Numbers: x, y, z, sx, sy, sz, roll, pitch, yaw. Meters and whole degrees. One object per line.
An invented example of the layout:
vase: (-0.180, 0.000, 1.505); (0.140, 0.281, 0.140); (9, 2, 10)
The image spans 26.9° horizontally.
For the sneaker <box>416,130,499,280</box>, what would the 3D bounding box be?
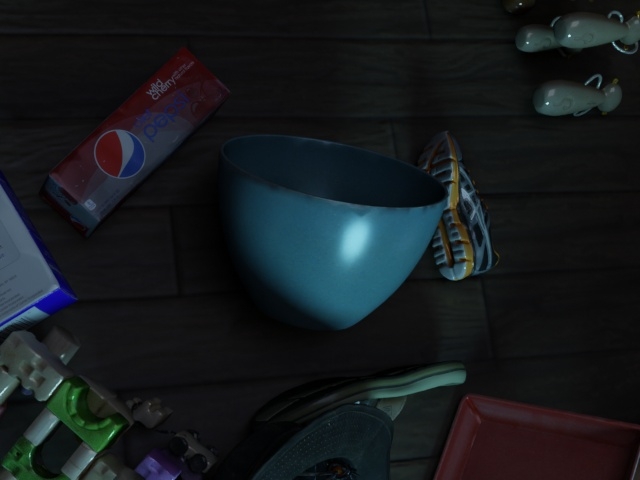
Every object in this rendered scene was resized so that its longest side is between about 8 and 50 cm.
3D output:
sneaker: (0.193, -0.049, 1.873); (0.083, 0.084, 0.215); (-1, 77, -35)

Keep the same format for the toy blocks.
toy blocks: (-0.326, 0.279, 1.523); (0.288, 0.309, 0.260); (40, 97, 8)

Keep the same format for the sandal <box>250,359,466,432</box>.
sandal: (0.059, 0.216, 1.717); (0.302, 0.120, 0.086); (-9, 91, -23)

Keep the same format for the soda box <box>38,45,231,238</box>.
soda box: (-0.239, -0.128, 1.728); (0.092, 0.083, 0.263); (44, 63, -4)

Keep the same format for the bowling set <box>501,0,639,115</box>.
bowling set: (0.379, -0.344, 1.981); (0.154, 0.287, 0.200); (-5, 42, -28)

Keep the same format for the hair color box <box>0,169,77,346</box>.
hair color box: (-0.452, -0.029, 1.559); (0.185, 0.110, 0.339); (-31, 81, -4)

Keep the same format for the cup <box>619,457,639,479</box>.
cup: (0.508, 0.357, 1.755); (0.237, 0.331, 0.331); (-9, 75, 5)

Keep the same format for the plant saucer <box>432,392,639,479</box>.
plant saucer: (0.266, 0.340, 1.716); (0.048, 0.258, 0.259); (54, 52, -49)

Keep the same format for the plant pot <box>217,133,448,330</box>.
plant pot: (0.000, 0.000, 1.697); (0.290, 0.290, 0.195); (5, 108, -19)

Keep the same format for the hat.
hat: (-0.054, 0.318, 1.599); (0.134, 0.331, 0.331); (28, 58, 35)
